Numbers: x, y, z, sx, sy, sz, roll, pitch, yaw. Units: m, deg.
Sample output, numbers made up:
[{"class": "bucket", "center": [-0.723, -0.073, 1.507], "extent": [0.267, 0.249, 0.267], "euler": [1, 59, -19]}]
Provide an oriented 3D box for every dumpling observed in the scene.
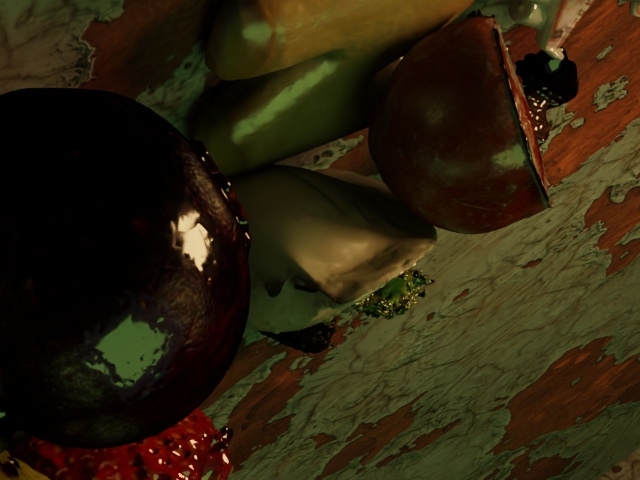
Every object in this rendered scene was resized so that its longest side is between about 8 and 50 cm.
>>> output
[{"class": "dumpling", "center": [-0.001, 0.004, 1.585], "extent": [0.227, 0.243, 0.175], "euler": [-26, 147, -33]}]

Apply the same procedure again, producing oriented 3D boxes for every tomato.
[{"class": "tomato", "center": [0.124, -0.097, 1.528], "extent": [0.155, 0.180, 0.214], "euler": [-19, 149, 8]}]

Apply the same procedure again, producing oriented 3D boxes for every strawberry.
[{"class": "strawberry", "center": [-0.243, 0.275, 1.824], "extent": [0.261, 0.258, 0.261], "euler": [-56, 173, -11]}]

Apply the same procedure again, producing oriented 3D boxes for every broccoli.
[{"class": "broccoli", "center": [0.076, 0.053, 1.938], "extent": [0.095, 0.097, 0.092], "euler": [-53, 177, -41]}]

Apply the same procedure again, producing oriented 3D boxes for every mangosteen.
[{"class": "mangosteen", "center": [-0.223, 0.042, 1.313], "extent": [0.347, 0.307, 0.307], "euler": [-32, 154, -6]}]

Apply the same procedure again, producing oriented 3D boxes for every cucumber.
[{"class": "cucumber", "center": [-0.063, 0.065, 1.805], "extent": [0.072, 0.072, 0.300], "euler": [-38, 153, 9]}]

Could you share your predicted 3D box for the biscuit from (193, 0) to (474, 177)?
[{"class": "biscuit", "center": [0.020, -0.171, 1.507], "extent": [0.291, 0.062, 0.237], "euler": [-22, 152, -26]}]

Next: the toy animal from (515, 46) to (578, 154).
[{"class": "toy animal", "center": [0.192, -0.133, 1.760], "extent": [0.218, 0.116, 0.179], "euler": [-51, 179, 20]}]

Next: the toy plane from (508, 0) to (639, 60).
[{"class": "toy plane", "center": [0.294, -0.278, 1.572], "extent": [0.252, 0.118, 0.252], "euler": [-19, 145, -14]}]

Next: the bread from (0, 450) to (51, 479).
[{"class": "bread", "center": [-0.344, 0.224, 1.553], "extent": [0.077, 0.138, 0.361], "euler": [-40, 136, 1]}]
